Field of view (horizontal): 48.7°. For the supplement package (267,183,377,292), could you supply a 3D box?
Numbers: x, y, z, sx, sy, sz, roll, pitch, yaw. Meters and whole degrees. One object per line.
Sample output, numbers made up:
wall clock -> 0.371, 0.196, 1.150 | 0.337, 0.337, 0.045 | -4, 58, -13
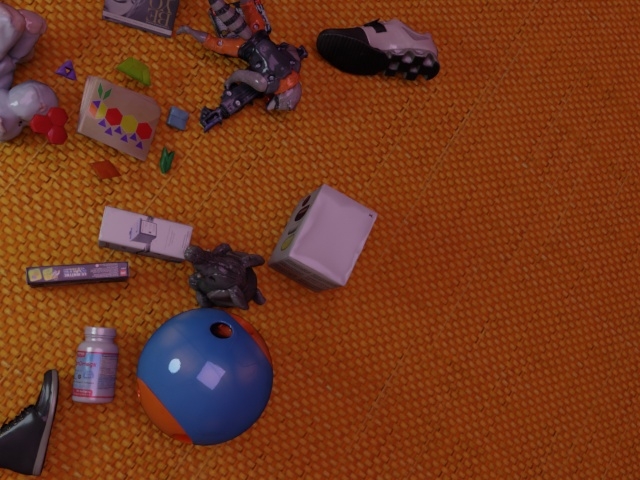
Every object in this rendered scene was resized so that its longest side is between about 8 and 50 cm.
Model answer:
supplement package -> 0.000, 0.000, 1.668 | 0.149, 0.203, 0.194 | 29, 74, -12

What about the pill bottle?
pill bottle -> -0.485, 0.269, 1.533 | 0.087, 0.087, 0.160 | 6, 80, -17

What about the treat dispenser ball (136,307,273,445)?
treat dispenser ball -> -0.244, 0.287, 1.501 | 0.288, 0.288, 0.288 | 3, 81, -18

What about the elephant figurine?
elephant figurine -> -0.206, 0.083, 1.569 | 0.186, 0.239, 0.169 | -18, 88, -20

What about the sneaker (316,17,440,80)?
sneaker -> 0.147, -0.516, 1.849 | 0.331, 0.122, 0.146 | 8, 62, -16

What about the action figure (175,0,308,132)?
action figure -> -0.184, -0.419, 1.680 | 0.330, 0.178, 0.341 | 44, 76, -11

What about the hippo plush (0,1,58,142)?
hippo plush -> -0.684, -0.336, 1.478 | 0.294, 0.234, 0.236 | -24, 90, -20

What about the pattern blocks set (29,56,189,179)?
pattern blocks set -> -0.456, -0.275, 1.590 | 0.325, 0.026, 0.285 | 33, 70, -37

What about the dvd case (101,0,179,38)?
dvd case -> -0.404, -0.589, 1.632 | 0.165, 0.221, 0.018 | 13, 40, -16

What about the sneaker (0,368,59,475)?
sneaker -> -0.620, 0.374, 1.476 | 0.118, 0.083, 0.222 | 12, 80, -16

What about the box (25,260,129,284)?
box -> -0.524, 0.074, 1.535 | 0.207, 0.114, 0.036 | -3, 83, -19

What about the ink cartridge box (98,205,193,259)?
ink cartridge box -> -0.392, -0.010, 1.575 | 0.191, 0.140, 0.082 | 12, 81, -15

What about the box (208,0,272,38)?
box -> -0.201, -0.551, 1.774 | 0.137, 0.027, 0.093 | -21, 88, -19
